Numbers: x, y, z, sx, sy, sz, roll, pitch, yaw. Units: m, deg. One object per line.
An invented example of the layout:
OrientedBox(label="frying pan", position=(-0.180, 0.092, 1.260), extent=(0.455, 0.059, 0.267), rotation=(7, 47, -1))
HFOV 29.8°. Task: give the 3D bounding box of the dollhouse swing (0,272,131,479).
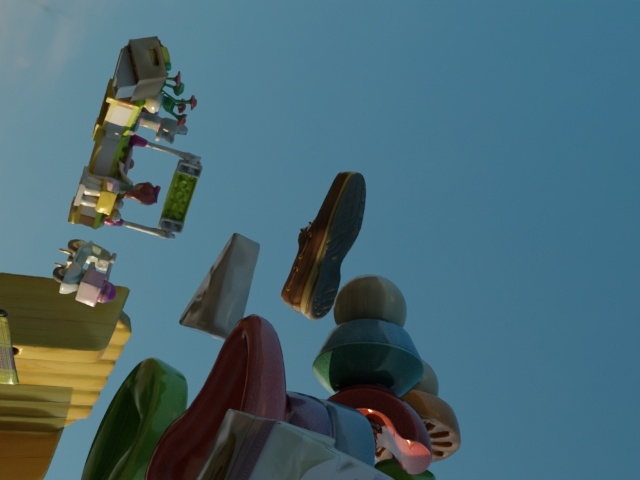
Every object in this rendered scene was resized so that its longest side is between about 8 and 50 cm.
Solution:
OrientedBox(label="dollhouse swing", position=(-0.409, 0.267, 1.544), extent=(0.347, 0.315, 0.305), rotation=(-58, -145, 39))

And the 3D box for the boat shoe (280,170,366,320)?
OrientedBox(label="boat shoe", position=(0.000, 0.000, 1.388), extent=(0.060, 0.064, 0.178), rotation=(21, -87, 32))

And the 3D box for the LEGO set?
OrientedBox(label="LEGO set", position=(-0.150, -0.073, 1.062), extent=(0.132, 0.107, 0.287), rotation=(-89, -159, -49))

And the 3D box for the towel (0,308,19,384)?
OrientedBox(label="towel", position=(-0.305, 0.093, 1.095), extent=(0.009, 0.060, 0.083), rotation=(-58, 152, -56))

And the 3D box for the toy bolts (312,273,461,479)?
OrientedBox(label="toy bolts", position=(0.014, 0.134, 0.998), extent=(0.228, 0.218, 0.158), rotation=(91, 3, -56))

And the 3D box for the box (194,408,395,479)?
OrientedBox(label="box", position=(-0.070, 0.225, 0.471), extent=(0.324, 0.063, 0.067), rotation=(-64, -163, -12))

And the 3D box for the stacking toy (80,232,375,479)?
OrientedBox(label="stacking toy", position=(-0.067, 0.176, 0.835), extent=(0.309, 0.130, 0.279), rotation=(-52, -158, 29))
